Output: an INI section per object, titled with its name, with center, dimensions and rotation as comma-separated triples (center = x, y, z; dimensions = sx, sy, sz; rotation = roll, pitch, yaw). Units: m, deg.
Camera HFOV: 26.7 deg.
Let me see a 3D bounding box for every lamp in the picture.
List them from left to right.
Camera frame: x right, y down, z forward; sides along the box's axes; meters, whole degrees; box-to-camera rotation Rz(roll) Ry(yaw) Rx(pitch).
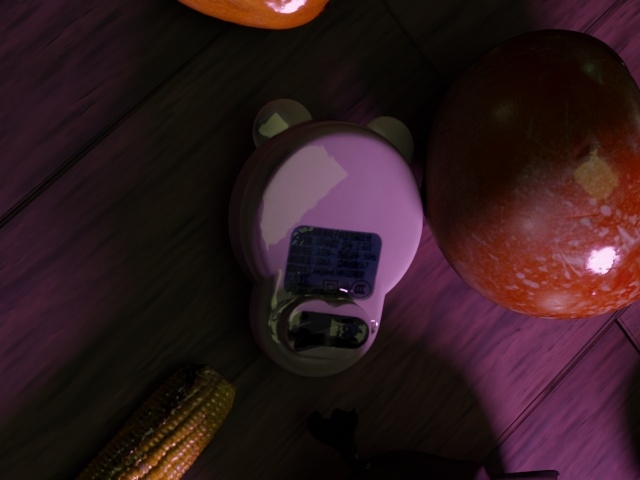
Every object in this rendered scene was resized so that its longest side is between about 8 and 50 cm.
[lamp]
center = -0.001, 0.001, 1.232
dimensions = 0.180, 0.108, 0.246
rotation = 8, 90, -20

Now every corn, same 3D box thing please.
[corn]
center = -0.154, 0.192, 1.190
dimensions = 0.072, 0.072, 0.203
rotation = 48, 72, -17

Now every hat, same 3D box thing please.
[hat]
center = 0.072, 0.281, 1.261
dimensions = 0.336, 0.209, 0.238
rotation = -4, 110, -62

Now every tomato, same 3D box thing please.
[tomato]
center = 0.203, -0.056, 1.249
dimensions = 0.223, 0.270, 0.270
rotation = -18, 100, 8

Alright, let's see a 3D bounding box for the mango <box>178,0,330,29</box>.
[mango]
center = -0.095, -0.285, 1.187
dimensions = 0.262, 0.109, 0.157
rotation = 33, 87, -16
